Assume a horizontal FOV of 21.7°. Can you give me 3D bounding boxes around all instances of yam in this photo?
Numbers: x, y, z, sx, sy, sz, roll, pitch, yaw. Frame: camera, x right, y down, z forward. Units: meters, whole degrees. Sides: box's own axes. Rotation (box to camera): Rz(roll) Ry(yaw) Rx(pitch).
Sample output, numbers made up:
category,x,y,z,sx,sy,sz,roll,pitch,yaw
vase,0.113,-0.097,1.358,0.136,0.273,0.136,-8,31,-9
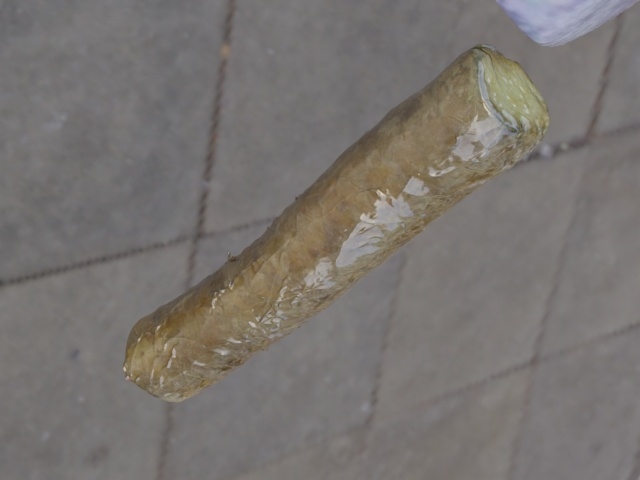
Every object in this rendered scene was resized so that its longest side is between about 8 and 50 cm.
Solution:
category,x,y,z,sx,sy,sz,roll,pitch,yaw
yam,0.000,0.000,1.057,0.081,0.081,0.357,-5,154,-49

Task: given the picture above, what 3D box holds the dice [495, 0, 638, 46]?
category,x,y,z,sx,sy,sz,roll,pitch,yaw
dice,0.250,-0.366,1.615,0.270,0.271,0.270,-35,174,16
